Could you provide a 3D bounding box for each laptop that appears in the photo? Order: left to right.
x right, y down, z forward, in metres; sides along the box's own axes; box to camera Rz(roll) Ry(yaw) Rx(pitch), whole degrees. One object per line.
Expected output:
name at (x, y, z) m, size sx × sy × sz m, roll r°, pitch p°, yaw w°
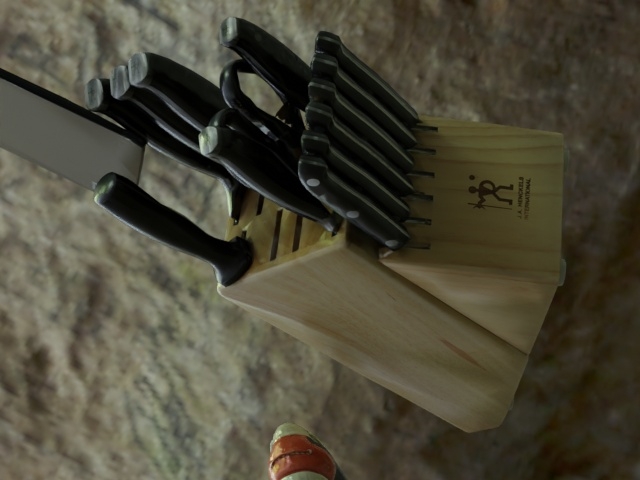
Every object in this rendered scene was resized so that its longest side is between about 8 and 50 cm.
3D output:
laptop at (-0.193, -0.150, 0.777) m, size 0.136 × 0.264 × 0.234 m, roll -11°, pitch -5°, yaw -11°

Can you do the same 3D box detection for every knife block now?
knife block at (0.000, 0.000, 0.728) m, size 0.242 × 0.088 × 0.276 m, roll 7°, pitch -29°, yaw 2°

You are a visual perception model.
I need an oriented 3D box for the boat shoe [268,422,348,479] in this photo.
boat shoe at (0.002, 0.160, 0.817) m, size 0.049 × 0.043 × 0.137 m, roll -21°, pitch -43°, yaw 6°
